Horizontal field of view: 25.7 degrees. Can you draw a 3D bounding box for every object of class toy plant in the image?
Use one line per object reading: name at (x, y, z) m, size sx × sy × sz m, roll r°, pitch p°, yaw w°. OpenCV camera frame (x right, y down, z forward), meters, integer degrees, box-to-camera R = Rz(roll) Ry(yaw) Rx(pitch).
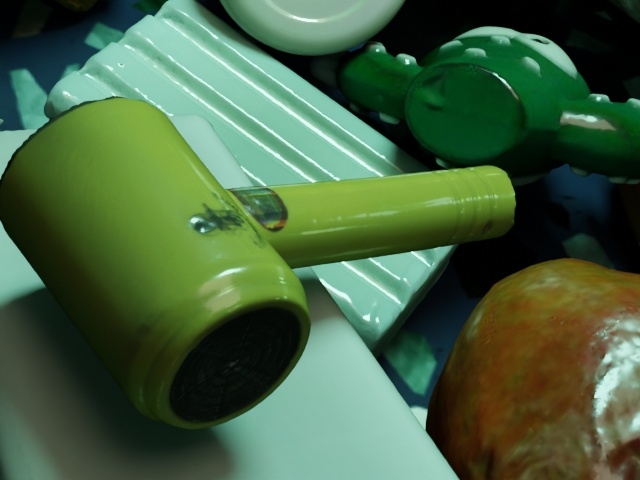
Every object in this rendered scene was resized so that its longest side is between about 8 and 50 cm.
toy plant at (0.129, -0.096, 1.016) m, size 0.243 × 0.112 × 0.232 m, roll 2°, pitch 18°, yaw -45°

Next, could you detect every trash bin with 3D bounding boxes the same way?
trash bin at (-0.066, 0.118, 0.739) m, size 0.296 × 0.256 × 0.367 m, roll -9°, pitch 51°, yaw -26°

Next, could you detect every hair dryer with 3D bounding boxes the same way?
hair dryer at (0.000, 0.000, 0.672) m, size 0.279 × 0.090 × 0.135 m, roll -8°, pitch 42°, yaw -41°

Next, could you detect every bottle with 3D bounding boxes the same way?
bottle at (-0.016, -0.233, 1.054) m, size 0.148 × 0.147 × 0.236 m, roll 14°, pitch 17°, yaw -12°

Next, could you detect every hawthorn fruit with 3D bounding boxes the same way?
hawthorn fruit at (0.162, 0.132, 0.812) m, size 0.224 × 0.224 × 0.261 m, roll 30°, pitch 36°, yaw 1°

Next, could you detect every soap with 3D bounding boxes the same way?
soap at (-0.043, -0.035, 0.951) m, size 0.265 × 0.087 × 0.160 m, roll 36°, pitch 48°, yaw 7°

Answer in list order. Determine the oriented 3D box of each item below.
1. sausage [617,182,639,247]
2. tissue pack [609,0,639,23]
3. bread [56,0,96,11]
sausage at (0.302, 0.022, 1.045) m, size 0.105 × 0.105 × 0.274 m, roll -2°, pitch 55°, yaw -24°
tissue pack at (0.303, -0.305, 1.188) m, size 0.390 × 0.195 × 0.375 m, roll 42°, pitch 54°, yaw 12°
bread at (-0.284, -0.330, 1.032) m, size 0.380 × 0.109 × 0.185 m, roll 47°, pitch 14°, yaw 15°
